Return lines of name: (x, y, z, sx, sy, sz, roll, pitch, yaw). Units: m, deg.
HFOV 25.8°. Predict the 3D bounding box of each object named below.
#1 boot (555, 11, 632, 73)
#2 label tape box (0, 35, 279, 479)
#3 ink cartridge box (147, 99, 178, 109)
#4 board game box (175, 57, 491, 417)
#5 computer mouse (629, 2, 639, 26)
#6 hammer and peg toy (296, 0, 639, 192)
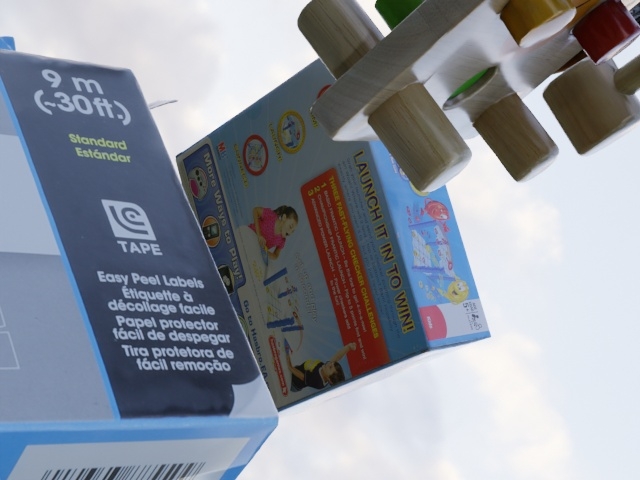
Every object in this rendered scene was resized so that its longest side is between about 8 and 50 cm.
boot: (0.251, -0.290, 1.704, 0.104, 0.211, 0.295, 24, -32, -36)
label tape box: (-0.200, -0.023, 0.672, 0.115, 0.249, 0.348, -50, -129, 37)
ink cartridge box: (-0.195, -0.059, 1.096, 0.145, 0.179, 0.045, -158, -134, -76)
board game box: (0.000, 0.000, 1.415, 0.302, 0.086, 0.308, -27, -106, 47)
computer mouse: (0.263, -0.228, 1.073, 0.193, 0.106, 0.042, 66, 6, -63)
hammer and peg toy: (0.162, -0.153, 0.857, 0.266, 0.361, 0.127, -40, -103, 23)
